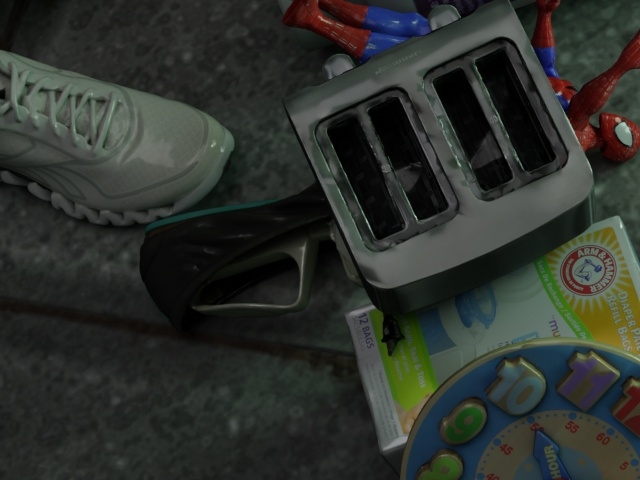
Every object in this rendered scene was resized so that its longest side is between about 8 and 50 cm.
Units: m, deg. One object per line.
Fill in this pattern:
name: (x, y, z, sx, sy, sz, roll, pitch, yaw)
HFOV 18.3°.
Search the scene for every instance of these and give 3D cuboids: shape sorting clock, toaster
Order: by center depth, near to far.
shape sorting clock: (0.154, 0.160, 1.281, 0.206, 0.040, 0.206, 1, 105, 2)
toaster: (0.079, -0.047, 1.295, 0.168, 0.110, 0.186, -24, 78, 2)

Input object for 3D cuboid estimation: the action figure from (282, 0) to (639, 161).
action figure: (0.127, -0.150, 1.405, 0.139, 0.280, 0.091, -54, 18, 25)

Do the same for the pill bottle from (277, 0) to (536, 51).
pill bottle: (0.109, -0.249, 1.497, 0.301, 0.169, 0.169, -18, 60, 8)

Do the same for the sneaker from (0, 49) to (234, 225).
sneaker: (-0.210, -0.089, 1.552, 0.292, 0.118, 0.110, 10, 66, 21)

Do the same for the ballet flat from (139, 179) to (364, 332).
ballet flat: (0.000, 0.000, 1.460, 0.280, 0.095, 0.096, -20, 69, 19)

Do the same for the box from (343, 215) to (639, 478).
box: (0.135, 0.082, 1.359, 0.203, 0.103, 0.114, -19, 60, 8)
